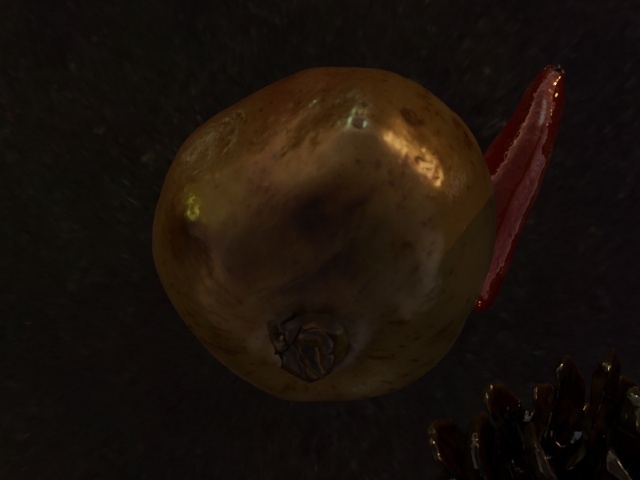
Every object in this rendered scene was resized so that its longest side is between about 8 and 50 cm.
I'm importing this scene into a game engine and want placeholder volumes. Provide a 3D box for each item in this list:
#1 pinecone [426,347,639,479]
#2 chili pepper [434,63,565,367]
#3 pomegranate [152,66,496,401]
[{"bbox_3d":[0.229,0.216,1.166,0.309,0.244,0.244,-38,87,29],"label":"pinecone"},{"bbox_3d":[0.139,-0.024,1.070,0.063,0.071,0.272,25,89,-28],"label":"chili pepper"},{"bbox_3d":[0.000,0.000,0.823,0.215,0.215,0.215,0,86,-1],"label":"pomegranate"}]
